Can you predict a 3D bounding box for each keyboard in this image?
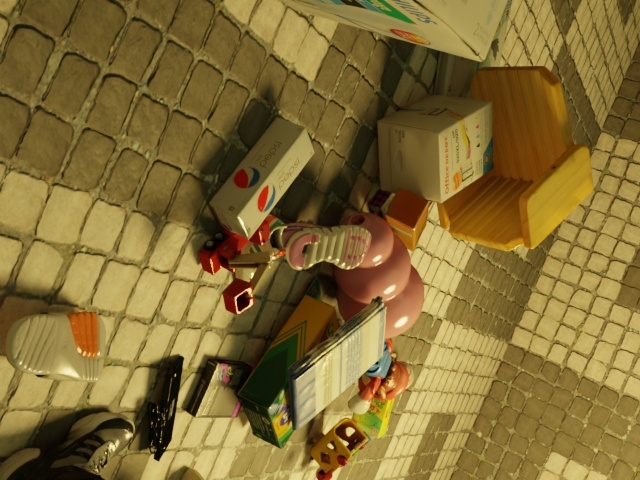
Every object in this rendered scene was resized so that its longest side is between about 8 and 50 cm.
[{"bbox_3d":[-0.290,0.307,1.539,0.100,0.038,0.192,-62,164,-68],"label":"keyboard"}]

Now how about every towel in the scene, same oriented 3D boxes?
[{"bbox_3d":[0.037,0.260,1.804,0.285,0.034,0.209,-37,145,-29],"label":"towel"}]

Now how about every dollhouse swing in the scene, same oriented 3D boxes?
[{"bbox_3d":[0.419,-0.204,2.027,0.315,0.346,0.305,-42,117,-16],"label":"dollhouse swing"}]

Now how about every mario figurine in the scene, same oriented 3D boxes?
[{"bbox_3d":[0.114,0.316,2.184,0.198,0.170,0.321,-35,144,-9],"label":"mario figurine"}]

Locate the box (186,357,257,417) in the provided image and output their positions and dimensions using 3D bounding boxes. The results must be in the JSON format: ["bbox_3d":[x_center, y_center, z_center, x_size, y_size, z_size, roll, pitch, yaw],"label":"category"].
[{"bbox_3d":[-0.194,0.296,1.692,0.162,0.029,0.116,25,87,-64],"label":"box"}]

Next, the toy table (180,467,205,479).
[{"bbox_3d":[-0.231,0.589,1.647,0.161,0.252,0.274,-46,163,-5],"label":"toy table"}]

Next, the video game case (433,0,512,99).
[{"bbox_3d":[0.381,-0.452,2.137,0.329,0.036,0.300,-36,140,-45],"label":"video game case"}]

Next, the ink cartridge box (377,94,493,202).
[{"bbox_3d":[0.262,-0.213,1.920,0.232,0.168,0.171,-32,125,-42],"label":"ink cartridge box"}]

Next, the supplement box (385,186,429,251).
[{"bbox_3d":[0.197,-0.045,1.920,0.078,0.080,0.233,-62,167,-9],"label":"supplement box"}]

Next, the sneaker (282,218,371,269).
[{"bbox_3d":[0.000,0.000,1.702,0.236,0.104,0.095,0,109,-43],"label":"sneaker"}]

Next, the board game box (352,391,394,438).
[{"bbox_3d":[0.154,0.452,2.372,0.043,0.092,0.181,-18,126,-55],"label":"board game box"}]

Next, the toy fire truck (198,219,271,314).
[{"bbox_3d":[-0.135,0.032,1.474,0.192,0.135,0.047,-46,146,-35],"label":"toy fire truck"}]

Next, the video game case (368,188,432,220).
[{"bbox_3d":[0.205,-0.096,2.091,0.232,0.041,0.210,-53,149,-26],"label":"video game case"}]

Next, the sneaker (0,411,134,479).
[{"bbox_3d":[-0.357,0.363,1.311,0.268,0.153,0.101,-18,126,-56],"label":"sneaker"}]

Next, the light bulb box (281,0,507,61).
[{"bbox_3d":[0.066,-0.445,1.217,0.358,0.361,0.225,8,103,-62],"label":"light bulb box"}]

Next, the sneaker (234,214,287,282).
[{"bbox_3d":[-0.107,0.028,1.586,0.057,0.075,0.161,-8,117,-59],"label":"sneaker"}]

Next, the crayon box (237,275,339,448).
[{"bbox_3d":[-0.045,0.265,1.843,0.323,0.083,0.203,-56,155,-29],"label":"crayon box"}]

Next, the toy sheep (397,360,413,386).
[{"bbox_3d":[0.231,0.396,2.478,0.091,0.091,0.132,-53,169,-24],"label":"toy sheep"}]

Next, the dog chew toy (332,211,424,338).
[{"bbox_3d":[0.118,0.071,1.910,0.207,0.206,0.332,-51,141,-28],"label":"dog chew toy"}]

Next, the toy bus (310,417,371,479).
[{"bbox_3d":[0.028,0.547,2.203,0.202,0.104,0.191,-40,169,-8],"label":"toy bus"}]

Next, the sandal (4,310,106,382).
[{"bbox_3d":[-0.381,0.142,1.180,0.265,0.076,0.102,43,49,-73],"label":"sandal"}]

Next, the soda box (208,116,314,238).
[{"bbox_3d":[-0.102,-0.112,1.495,0.216,0.069,0.074,-55,150,-23],"label":"soda box"}]
